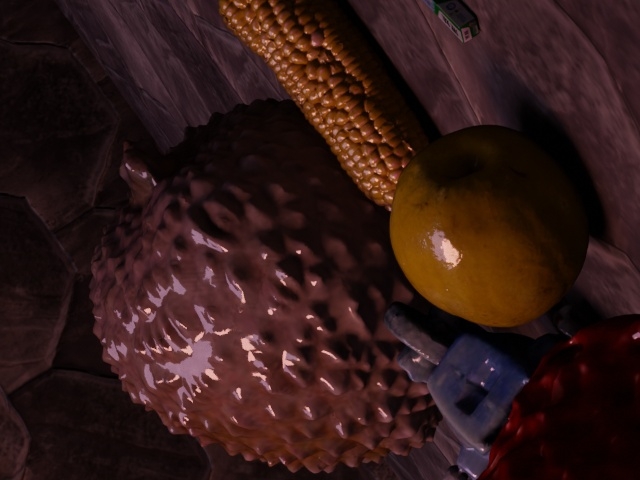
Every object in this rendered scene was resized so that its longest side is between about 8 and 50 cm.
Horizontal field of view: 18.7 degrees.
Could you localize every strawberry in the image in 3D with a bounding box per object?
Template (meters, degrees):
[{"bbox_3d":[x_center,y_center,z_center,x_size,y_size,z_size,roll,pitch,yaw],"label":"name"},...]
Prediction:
[{"bbox_3d":[0.224,0.227,1.338,0.295,0.345,0.317,23,155,-22],"label":"strawberry"}]

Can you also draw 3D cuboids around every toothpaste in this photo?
[{"bbox_3d":[0.090,-0.184,1.479,0.083,0.017,0.020,52,170,34],"label":"toothpaste"}]

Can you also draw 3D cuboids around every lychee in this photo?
[{"bbox_3d":[-0.043,0.052,1.962,0.432,0.380,0.380,45,175,-14],"label":"lychee"}]

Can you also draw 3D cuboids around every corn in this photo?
[{"bbox_3d":[0.010,-0.148,1.806,0.291,0.101,0.101,56,172,15],"label":"corn"}]

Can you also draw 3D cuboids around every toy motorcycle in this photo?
[{"bbox_3d":[0.190,0.175,1.699,0.319,0.182,0.241,44,165,52],"label":"toy motorcycle"}]

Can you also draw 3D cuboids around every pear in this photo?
[{"bbox_3d":[0.129,-0.011,1.479,0.149,0.149,0.162,49,173,43],"label":"pear"}]
